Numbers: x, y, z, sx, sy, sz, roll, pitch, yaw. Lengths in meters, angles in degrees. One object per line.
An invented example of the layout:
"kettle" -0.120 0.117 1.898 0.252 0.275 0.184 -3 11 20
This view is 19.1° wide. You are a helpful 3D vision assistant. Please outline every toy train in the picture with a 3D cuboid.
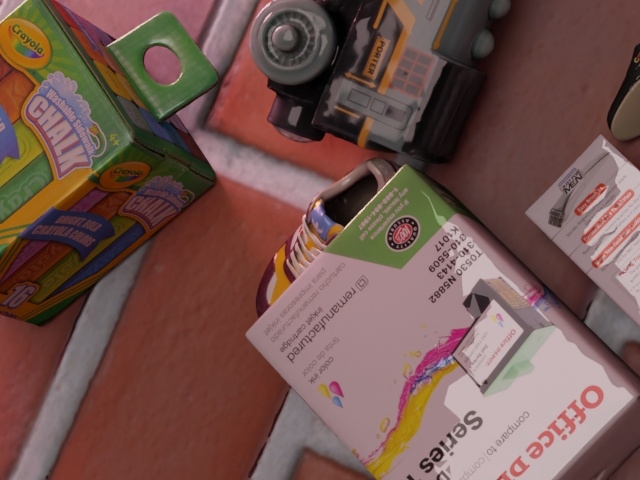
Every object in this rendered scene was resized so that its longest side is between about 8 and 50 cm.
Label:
"toy train" 0.075 -0.223 1.617 0.190 0.142 0.334 25 96 17

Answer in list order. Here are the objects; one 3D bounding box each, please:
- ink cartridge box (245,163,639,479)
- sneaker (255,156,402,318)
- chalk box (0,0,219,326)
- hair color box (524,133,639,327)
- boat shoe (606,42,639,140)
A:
"ink cartridge box" 0.110 0.108 1.552 0.201 0.117 0.278 -47 68 7
"sneaker" 0.000 0.000 1.632 0.069 0.084 0.185 44 100 22
"chalk box" -0.227 -0.088 1.689 0.289 0.179 0.180 -40 69 10
"hair color box" 0.260 0.004 1.550 0.093 0.053 0.167 -46 69 8
"boat shoe" 0.280 -0.143 1.579 0.133 0.049 0.042 -56 39 10
